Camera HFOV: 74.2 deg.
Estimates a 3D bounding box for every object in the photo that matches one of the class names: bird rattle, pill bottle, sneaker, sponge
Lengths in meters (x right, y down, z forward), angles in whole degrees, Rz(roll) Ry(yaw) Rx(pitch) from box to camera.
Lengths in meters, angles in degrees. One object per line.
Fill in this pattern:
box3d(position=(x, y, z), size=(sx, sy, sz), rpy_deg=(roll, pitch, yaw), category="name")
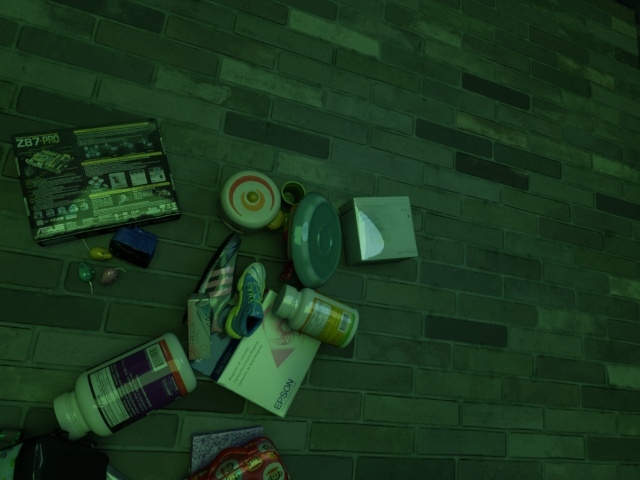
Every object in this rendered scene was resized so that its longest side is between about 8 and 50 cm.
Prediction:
box3d(position=(-0.090, -0.001, 1.374), size=(0.143, 0.207, 0.253), rpy_deg=(11, 66, 6), category="bird rattle")
box3d(position=(-0.018, 0.229, 1.311), size=(0.246, 0.136, 0.136), rpy_deg=(25, 71, -15), category="pill bottle")
box3d(position=(-0.197, 0.183, 1.268), size=(0.091, 0.126, 0.240), rpy_deg=(26, 73, -38), category="sneaker")
box3d(position=(-0.514, 0.393, 1.138), size=(0.323, 0.181, 0.181), rpy_deg=(-24, 88, -22), category="pill bottle")
box3d(position=(-0.302, 0.134, 1.317), size=(0.131, 0.112, 0.319), rpy_deg=(29, 77, -20), category="sneaker")
box3d(position=(-0.275, 0.624, 1.253), size=(0.210, 0.031, 0.117), rpy_deg=(3, 79, -23), category="sponge")

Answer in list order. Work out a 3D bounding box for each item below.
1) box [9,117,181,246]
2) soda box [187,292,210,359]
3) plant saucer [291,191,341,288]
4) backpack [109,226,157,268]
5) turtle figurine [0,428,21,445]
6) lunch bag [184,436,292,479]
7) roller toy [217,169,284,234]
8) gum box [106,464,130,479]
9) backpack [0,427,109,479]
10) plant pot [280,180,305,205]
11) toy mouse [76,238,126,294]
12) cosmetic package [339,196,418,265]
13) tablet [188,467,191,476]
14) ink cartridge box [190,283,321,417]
box3d(position=(-0.650, -0.180, 1.255), size=(0.395, 0.097, 0.318), rpy_deg=(-15, 86, -22), category="box")
box3d(position=(-0.346, 0.245, 1.207), size=(0.063, 0.058, 0.183), rpy_deg=(-2, 103, -17), category="soda box")
box3d(position=(0.000, 0.000, 1.369), size=(0.318, 0.044, 0.317), rpy_deg=(0, 90, -63), category="plant saucer")
box3d(position=(-0.552, 0.014, 1.252), size=(0.120, 0.098, 0.101), rpy_deg=(21, 44, -15), category="backpack")
box3d(position=(-0.872, 0.488, 1.018), size=(0.234, 0.118, 0.175), rpy_deg=(25, 106, -27), category="turtle figurine")
box3d(position=(-0.232, 0.700, 1.181), size=(0.293, 0.120, 0.258), rpy_deg=(-23, 101, -19), category="lunch bag")
box3d(position=(-0.230, -0.120, 1.367), size=(0.191, 0.146, 0.209), rpy_deg=(-14, 84, -22), category="roller toy")
box3d(position=(-0.557, 0.687, 1.123), size=(0.188, 0.062, 0.107), rpy_deg=(43, 68, -7), category="gum box")
box3d(position=(-0.722, 0.596, 0.946), size=(0.356, 0.290, 0.273), rpy_deg=(-8, 54, 2), category="backpack")
box3d(position=(-0.103, -0.152, 1.457), size=(0.083, 0.079, 0.083), rpy_deg=(5, 77, -20), category="plant pot")
box3d(position=(-0.642, 0.091, 1.211), size=(0.161, 0.031, 0.143), rpy_deg=(22, 93, 4), category="toy mouse")
box3d(position=(0.205, -0.033, 1.515), size=(0.224, 0.138, 0.224), rpy_deg=(-4, 82, -21), category="cosmetic package")
box3d(position=(-0.347, 0.695, 1.230), size=(0.054, 0.006, 0.083), rpy_deg=(-12, 83, -22), category="tablet")
box3d(position=(-0.182, 0.330, 1.334), size=(0.330, 0.071, 0.324), rpy_deg=(33, 70, -12), category="ink cartridge box")
